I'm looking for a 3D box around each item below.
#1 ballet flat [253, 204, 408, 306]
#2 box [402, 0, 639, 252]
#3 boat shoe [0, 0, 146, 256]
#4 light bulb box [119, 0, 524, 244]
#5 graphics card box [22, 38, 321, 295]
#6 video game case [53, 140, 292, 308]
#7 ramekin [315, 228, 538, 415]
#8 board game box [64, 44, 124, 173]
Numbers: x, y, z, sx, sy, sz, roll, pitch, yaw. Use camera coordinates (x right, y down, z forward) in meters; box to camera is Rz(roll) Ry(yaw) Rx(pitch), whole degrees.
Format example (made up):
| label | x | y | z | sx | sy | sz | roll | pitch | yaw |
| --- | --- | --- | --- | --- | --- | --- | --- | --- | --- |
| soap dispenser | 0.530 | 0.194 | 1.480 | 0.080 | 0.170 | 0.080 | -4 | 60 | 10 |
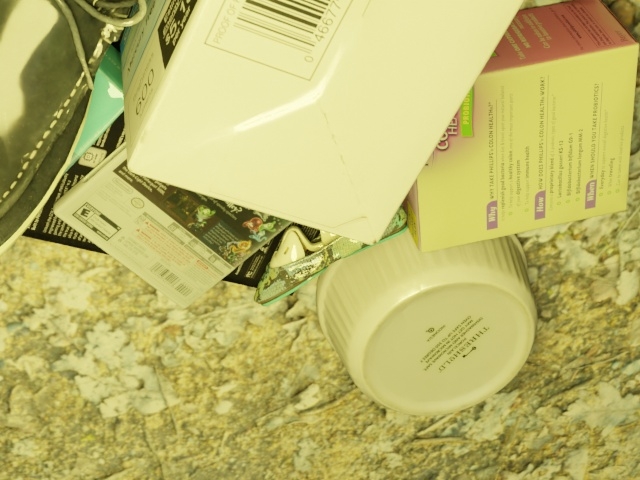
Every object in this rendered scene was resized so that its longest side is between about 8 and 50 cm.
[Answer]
| label | x | y | z | sx | sy | sz | roll | pitch | yaw |
| --- | --- | --- | --- | --- | --- | --- | --- | --- | --- |
| ballet flat | 0.000 | 0.000 | 1.256 | 0.188 | 0.070 | 0.070 | -30 | 128 | 5 |
| box | 0.203 | -0.125 | 1.284 | 0.242 | 0.117 | 0.214 | -12 | 129 | -6 |
| boat shoe | -0.227 | -0.213 | 0.920 | 0.186 | 0.156 | 0.500 | 24 | 79 | -17 |
| light bulb box | -0.002 | -0.257 | 0.977 | 0.225 | 0.361 | 0.358 | 17 | 120 | -23 |
| graphics card box | -0.155 | -0.087 | 1.237 | 0.370 | 0.094 | 0.233 | 14 | 121 | -22 |
| video game case | -0.143 | -0.032 | 1.210 | 0.173 | 0.022 | 0.190 | -38 | 125 | 16 |
| ramekin | 0.135 | 0.092 | 1.424 | 0.272 | 0.127 | 0.273 | -7 | 127 | -9 |
| board game box | -0.362 | -0.164 | 1.057 | 0.336 | 0.079 | 0.254 | 43 | 109 | -10 |
